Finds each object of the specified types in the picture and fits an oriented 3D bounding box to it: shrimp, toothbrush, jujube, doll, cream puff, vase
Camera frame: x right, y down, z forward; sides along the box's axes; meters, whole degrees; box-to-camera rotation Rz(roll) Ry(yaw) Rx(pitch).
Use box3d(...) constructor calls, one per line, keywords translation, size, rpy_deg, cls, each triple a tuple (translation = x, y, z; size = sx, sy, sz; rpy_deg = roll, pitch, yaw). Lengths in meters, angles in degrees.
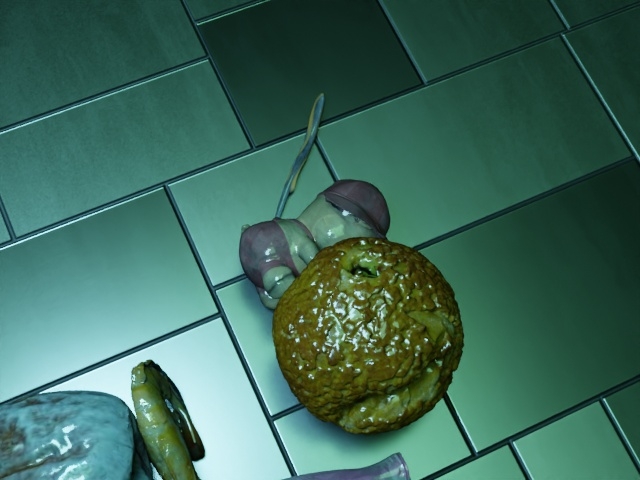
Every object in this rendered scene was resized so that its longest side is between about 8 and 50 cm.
box3d(translation=(-0.215, 0.291, 1.451), size=(0.058, 0.173, 0.253), rpy_deg=(-23, 101, 8), cls="shrimp")
box3d(translation=(-0.041, -0.116, 1.680), size=(0.031, 0.023, 0.321), rpy_deg=(17, 70, -6), cls="toothbrush")
box3d(translation=(-0.396, 0.347, 1.370), size=(0.308, 0.215, 0.246), rpy_deg=(-13, 53, -2), cls="jujube")
box3d(translation=(0.001, 0.003, 1.552), size=(0.256, 0.196, 0.152), rpy_deg=(-32, 116, -14), cls="doll")
box3d(translation=(0.085, 0.152, 1.442), size=(0.303, 0.303, 0.212), rpy_deg=(-31, 39, -15), cls="cream puff")
box3d(translation=(0.030, 0.376, 1.472), size=(0.214, 0.086, 0.086), rpy_deg=(-14, 71, -15), cls="vase")
